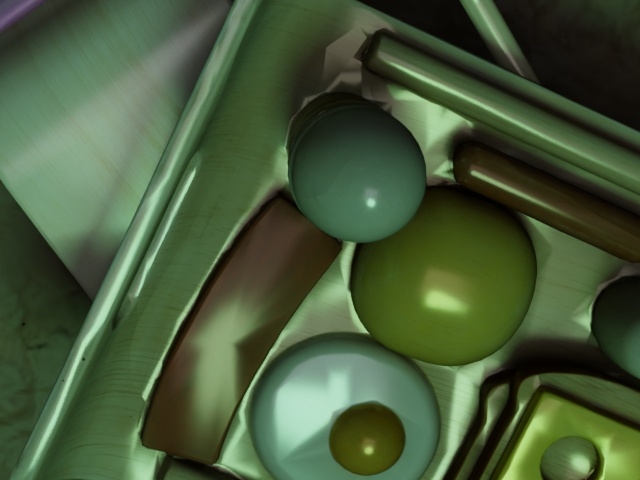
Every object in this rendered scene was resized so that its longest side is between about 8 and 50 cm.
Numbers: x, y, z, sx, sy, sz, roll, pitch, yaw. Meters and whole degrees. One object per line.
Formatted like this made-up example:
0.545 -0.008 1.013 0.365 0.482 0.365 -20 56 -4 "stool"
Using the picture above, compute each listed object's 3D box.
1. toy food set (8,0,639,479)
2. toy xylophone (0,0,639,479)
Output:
0.064 0.055 0.659 0.306 0.092 0.220 24 101 -11 "toy food set"
0.000 0.000 0.728 0.236 0.081 0.323 -26 107 2 "toy xylophone"
